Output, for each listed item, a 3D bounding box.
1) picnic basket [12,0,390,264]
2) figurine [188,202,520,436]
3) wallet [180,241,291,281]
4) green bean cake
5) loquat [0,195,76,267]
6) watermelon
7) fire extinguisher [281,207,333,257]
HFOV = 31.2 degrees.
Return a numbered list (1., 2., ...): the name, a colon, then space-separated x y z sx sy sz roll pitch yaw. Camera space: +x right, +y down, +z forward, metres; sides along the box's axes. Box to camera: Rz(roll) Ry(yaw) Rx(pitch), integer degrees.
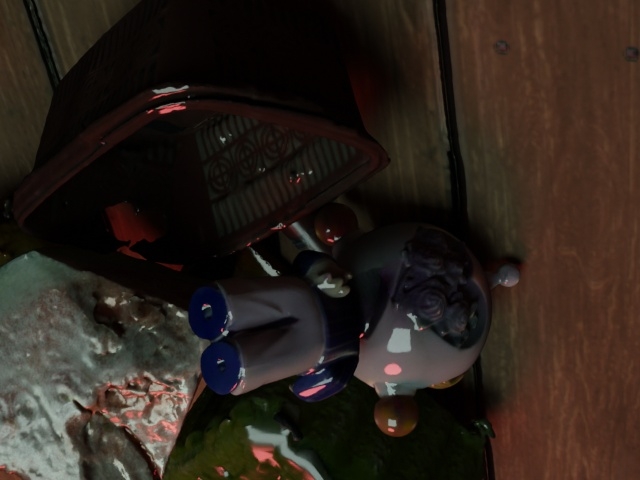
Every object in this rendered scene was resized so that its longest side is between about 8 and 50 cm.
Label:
1. picnic basket: -0.097 -0.091 0.895 0.222 0.129 0.297 13 154 -35
2. figurine: 0.026 0.049 0.929 0.274 0.193 0.133 18 149 -31
3. wallet: -0.028 0.097 1.134 0.255 0.031 0.137 44 135 -11
4. green bean cake: 0.000 0.215 1.092 0.250 0.156 0.247 39 142 -10
5. loquat: -0.305 0.041 1.152 0.172 0.149 0.204 11 144 13
6. watermelon: -0.197 0.112 0.996 0.232 0.310 0.193 31 102 47
7. fire extinguisher: 0.000 0.000 1.026 0.158 0.043 0.064 49 174 -16
